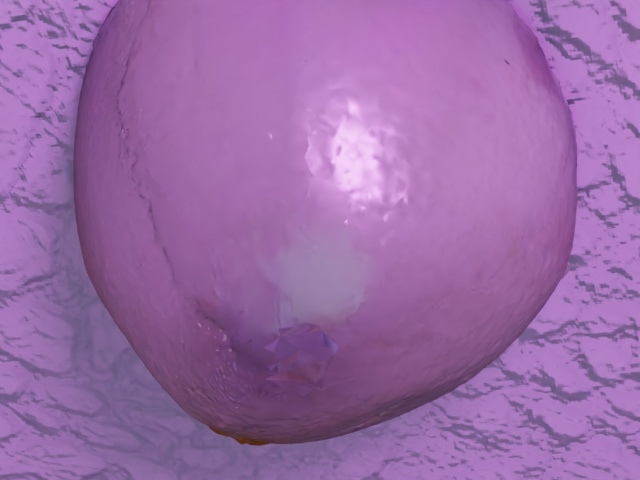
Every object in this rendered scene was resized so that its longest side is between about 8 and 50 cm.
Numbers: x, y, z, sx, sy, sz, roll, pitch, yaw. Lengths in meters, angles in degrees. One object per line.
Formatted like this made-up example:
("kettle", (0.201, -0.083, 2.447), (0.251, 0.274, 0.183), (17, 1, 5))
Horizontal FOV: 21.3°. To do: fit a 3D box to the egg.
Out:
("egg", (0.000, 0.000, 1.000), (0.337, 0.201, 0.337), (2, 130, 2))
